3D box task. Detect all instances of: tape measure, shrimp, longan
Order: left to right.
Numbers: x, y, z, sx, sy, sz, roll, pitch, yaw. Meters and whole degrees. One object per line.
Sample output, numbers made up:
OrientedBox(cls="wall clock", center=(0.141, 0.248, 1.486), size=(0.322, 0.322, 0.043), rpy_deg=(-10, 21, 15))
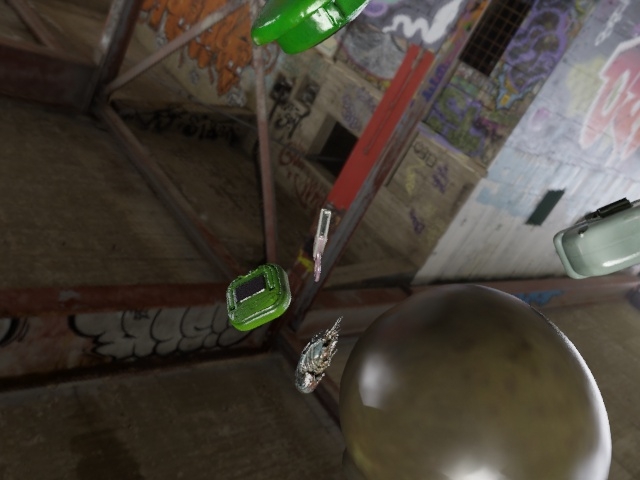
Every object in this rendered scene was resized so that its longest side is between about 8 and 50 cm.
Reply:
OrientedBox(cls="shrimp", center=(-0.004, 0.280, 1.583), size=(0.090, 0.233, 0.079), rpy_deg=(17, -160, -34))
OrientedBox(cls="longan", center=(0.179, 0.228, 0.799), size=(0.360, 0.361, 0.361), rpy_deg=(25, -156, -12))
OrientedBox(cls="tape measure", center=(0.613, -0.019, 1.291), size=(0.246, 0.243, 0.125), rpy_deg=(51, -164, -83))

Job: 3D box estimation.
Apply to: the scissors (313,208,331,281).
OrientedBox(cls="scissors", center=(0.000, 0.000, 1.115), size=(0.022, 0.176, 0.086), rpy_deg=(2, -124, -6))

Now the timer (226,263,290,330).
OrientedBox(cls="timer", center=(-0.131, 0.114, 1.307), size=(0.047, 0.140, 0.128), rpy_deg=(51, -161, -45))

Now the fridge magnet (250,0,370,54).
OrientedBox(cls="fridge magnet", center=(-0.004, -0.324, 0.852), size=(0.088, 0.208, 0.208), rpy_deg=(50, -165, -23))
